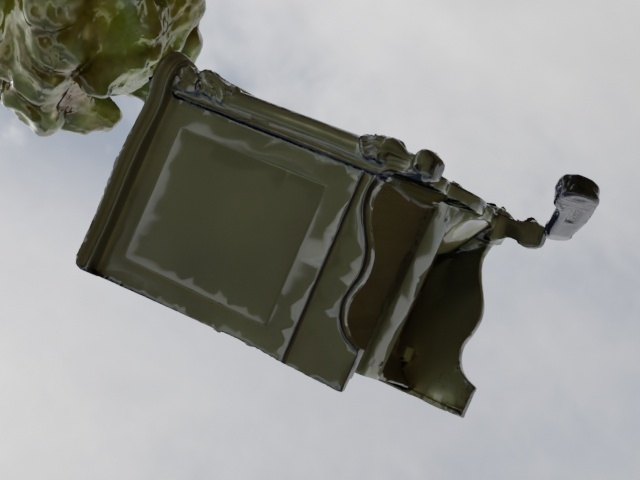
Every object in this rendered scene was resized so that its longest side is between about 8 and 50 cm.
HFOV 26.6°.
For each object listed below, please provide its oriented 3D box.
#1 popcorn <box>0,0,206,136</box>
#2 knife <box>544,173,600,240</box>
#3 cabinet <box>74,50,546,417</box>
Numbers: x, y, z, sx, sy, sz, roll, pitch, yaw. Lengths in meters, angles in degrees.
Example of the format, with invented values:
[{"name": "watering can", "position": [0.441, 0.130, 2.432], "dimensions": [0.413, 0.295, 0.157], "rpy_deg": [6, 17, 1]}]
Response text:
[{"name": "popcorn", "position": [-0.244, -0.275, 1.405], "dimensions": [0.279, 0.335, 0.274], "rpy_deg": [-6, -140, -41]}, {"name": "knife", "position": [0.176, -0.019, 0.966], "dimensions": [0.031, 0.121, 0.018], "rpy_deg": [8, -109, 1]}, {"name": "cabinet", "position": [0.000, 0.000, 1.301], "dimensions": [0.318, 0.227, 0.290], "rpy_deg": [22, 178, 32]}]
